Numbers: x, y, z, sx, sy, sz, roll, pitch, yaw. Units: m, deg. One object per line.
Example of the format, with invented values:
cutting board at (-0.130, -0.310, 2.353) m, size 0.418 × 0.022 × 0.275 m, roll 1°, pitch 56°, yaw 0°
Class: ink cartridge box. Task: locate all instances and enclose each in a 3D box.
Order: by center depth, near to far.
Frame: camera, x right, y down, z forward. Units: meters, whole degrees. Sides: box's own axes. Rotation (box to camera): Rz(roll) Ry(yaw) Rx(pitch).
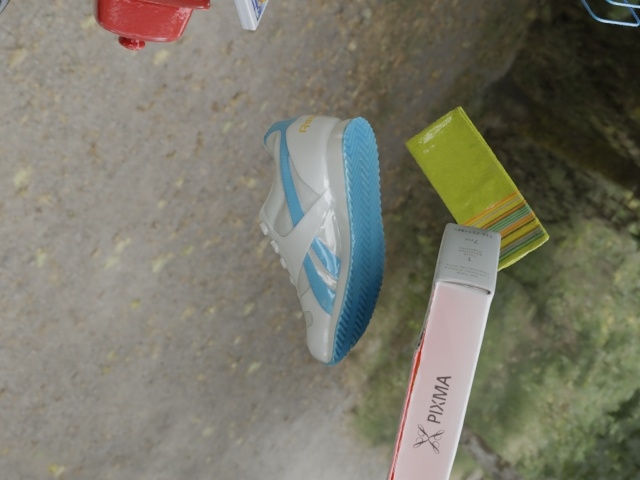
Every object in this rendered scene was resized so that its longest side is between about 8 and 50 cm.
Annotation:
ink cartridge box at (0.104, 0.155, 0.941) m, size 0.239 × 0.060 × 0.275 m, roll -66°, pitch 166°, yaw -62°

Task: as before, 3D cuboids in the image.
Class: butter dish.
butter dish at (-0.230, -0.297, 1.302) m, size 0.159 × 0.160 × 0.118 m, roll 6°, pitch 124°, yaw -18°

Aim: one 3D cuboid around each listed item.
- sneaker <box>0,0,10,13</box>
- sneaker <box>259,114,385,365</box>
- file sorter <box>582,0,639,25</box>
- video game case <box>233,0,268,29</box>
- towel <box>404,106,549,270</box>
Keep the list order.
sneaker at (-0.472, -0.284, 1.272) m, size 0.125 × 0.139 × 0.341 m, roll -10°, pitch 136°, yaw -45°
sneaker at (0.000, 0.000, 0.912) m, size 0.087 × 0.092 × 0.229 m, roll -33°, pitch 126°, yaw -58°
file sorter at (0.531, -0.465, 1.762) m, size 0.118 × 0.104 × 0.170 m, roll 1°, pitch 141°, yaw -26°
video game case at (-0.035, -0.210, 0.663) m, size 0.087 × 0.011 × 0.122 m, roll 75°, pitch 30°, yaw -59°
towel at (0.229, -0.074, 1.512) m, size 0.102 × 0.237 × 0.021 m, roll -34°, pitch 176°, yaw 7°
